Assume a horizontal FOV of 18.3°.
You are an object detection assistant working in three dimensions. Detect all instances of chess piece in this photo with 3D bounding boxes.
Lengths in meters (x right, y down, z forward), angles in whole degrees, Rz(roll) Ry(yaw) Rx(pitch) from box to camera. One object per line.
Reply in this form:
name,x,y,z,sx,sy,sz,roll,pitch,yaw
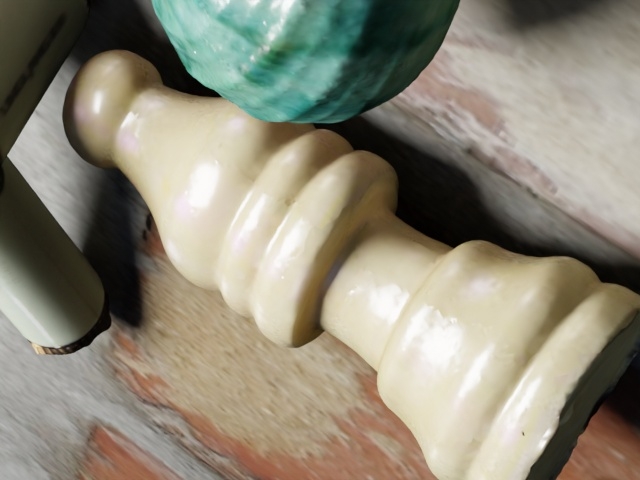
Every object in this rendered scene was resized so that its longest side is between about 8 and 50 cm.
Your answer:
chess piece,0.000,0.000,0.961,0.307,0.124,0.139,35,179,15

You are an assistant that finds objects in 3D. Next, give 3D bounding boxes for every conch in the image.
conch,-0.030,-0.140,0.765,0.202,0.134,0.196,27,112,-7

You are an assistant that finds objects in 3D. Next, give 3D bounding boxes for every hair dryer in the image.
hair dryer,-0.189,-0.017,1.087,0.128,0.203,0.362,22,161,22
